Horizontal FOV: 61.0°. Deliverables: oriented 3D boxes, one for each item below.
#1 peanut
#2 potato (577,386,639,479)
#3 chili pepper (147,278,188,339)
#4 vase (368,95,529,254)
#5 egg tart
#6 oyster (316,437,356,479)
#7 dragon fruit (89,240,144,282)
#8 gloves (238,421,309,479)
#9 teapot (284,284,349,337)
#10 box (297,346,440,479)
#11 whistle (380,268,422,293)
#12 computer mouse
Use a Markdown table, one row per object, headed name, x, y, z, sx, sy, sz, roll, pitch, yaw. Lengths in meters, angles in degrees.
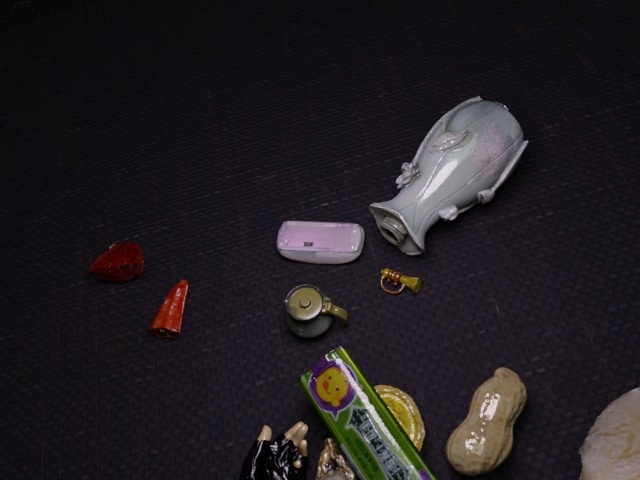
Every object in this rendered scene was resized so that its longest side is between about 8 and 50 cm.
| name | x | y | z | sx | sy | sz | roll | pitch | yaw |
| --- | --- | --- | --- | --- | --- | --- | --- | --- | --- |
| peanut | 0.368 | 0.395 | 1.172 | 0.123 | 0.124 | 0.257 | 30 | 64 | 24 |
| potato | 0.687 | 0.500 | 0.995 | 0.289 | 0.397 | 0.296 | -35 | 95 | 10 |
| chili pepper | -0.393 | 0.177 | 1.467 | 0.088 | 0.065 | 0.169 | 4 | 57 | 12 |
| vase | 0.334 | -0.163 | 1.446 | 0.445 | 0.250 | 0.250 | -44 | 62 | -11 |
| egg tart | 0.141 | 0.424 | 1.214 | 0.191 | 0.074 | 0.192 | -4 | 60 | 7 |
| oyster | 0.050 | 0.590 | 1.113 | 0.166 | 0.110 | 0.342 | -24 | 61 | 10 |
| dragon fruit | -0.561 | 0.061 | 1.558 | 0.162 | 0.083 | 0.107 | -13 | 45 | 13 |
| gloves | -0.087 | 0.493 | 1.193 | 0.164 | 0.124 | 0.203 | 38 | 50 | 8 |
| teapot | -0.013 | 0.178 | 1.361 | 0.165 | 0.119 | 0.131 | 6 | 62 | 13 |
| box | 0.098 | 0.400 | 1.142 | 0.134 | 0.097 | 0.346 | -39 | 62 | 0 |
| whistle | 0.206 | 0.109 | 1.419 | 0.109 | 0.057 | 0.046 | 14 | 18 | 27 |
| computer mouse | 0.000 | 0.000 | 1.501 | 0.244 | 0.056 | 0.126 | 2 | 61 | 11 |
